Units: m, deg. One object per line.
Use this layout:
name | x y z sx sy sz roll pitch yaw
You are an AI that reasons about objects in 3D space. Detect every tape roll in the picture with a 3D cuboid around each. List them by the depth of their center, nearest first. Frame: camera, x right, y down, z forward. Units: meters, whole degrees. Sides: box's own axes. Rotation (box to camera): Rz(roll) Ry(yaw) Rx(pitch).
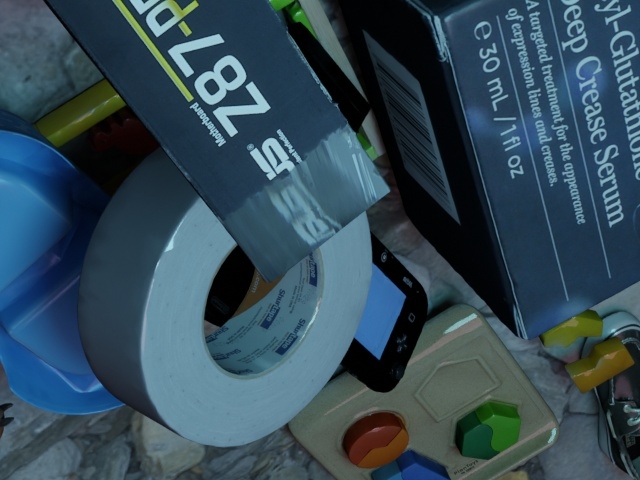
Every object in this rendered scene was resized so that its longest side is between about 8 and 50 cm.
tape roll | -0.062 0.032 1.036 0.219 0.072 0.219 -23 124 -39

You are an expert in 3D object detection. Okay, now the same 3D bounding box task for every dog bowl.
dog bowl | -0.216 0.012 1.096 0.166 0.074 0.297 -40 131 6

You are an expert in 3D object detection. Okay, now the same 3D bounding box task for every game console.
game console | 0.000 0.000 1.177 0.213 0.044 0.361 -58 140 -11

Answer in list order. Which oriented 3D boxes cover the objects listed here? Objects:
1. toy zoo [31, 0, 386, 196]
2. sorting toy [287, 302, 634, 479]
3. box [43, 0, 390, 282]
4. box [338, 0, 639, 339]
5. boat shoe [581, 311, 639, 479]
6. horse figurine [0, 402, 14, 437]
toy zoo | -0.103 -0.066 1.166 0.293 0.030 0.192 -32 131 -4
sorting toy | 0.148 0.159 1.420 0.307 0.041 0.229 -32 131 7
box | -0.143 -0.195 0.818 0.097 0.395 0.318 -39 132 -1
box | 0.241 -0.166 1.104 0.395 0.212 0.293 -28 127 -9
boat shoe | 0.328 0.167 1.526 0.078 0.070 0.219 -26 130 -9
horse figurine | -0.384 0.206 1.188 0.174 0.066 0.263 21 108 -30
